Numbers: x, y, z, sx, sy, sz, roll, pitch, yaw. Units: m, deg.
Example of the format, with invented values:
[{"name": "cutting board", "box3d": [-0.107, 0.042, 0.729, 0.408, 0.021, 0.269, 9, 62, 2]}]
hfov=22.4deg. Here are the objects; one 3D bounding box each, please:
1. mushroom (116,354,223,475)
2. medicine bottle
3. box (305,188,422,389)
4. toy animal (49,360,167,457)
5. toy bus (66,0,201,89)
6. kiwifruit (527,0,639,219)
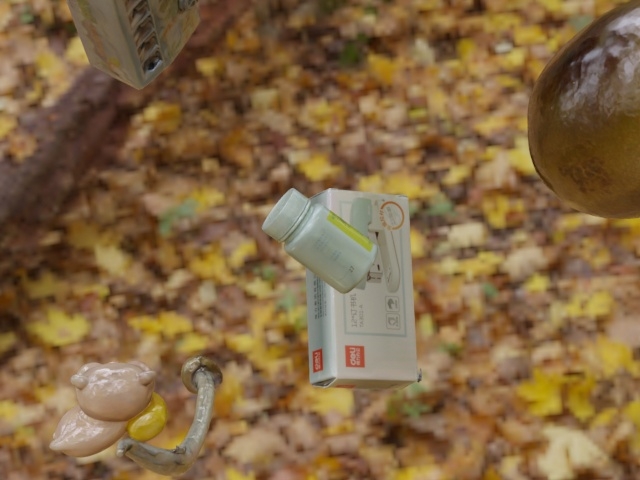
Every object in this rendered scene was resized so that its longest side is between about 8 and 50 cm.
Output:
[{"name": "mushroom", "box3d": [-0.130, 0.168, 1.450, 0.043, 0.068, 0.306, -48, 3, 14]}, {"name": "medicine bottle", "box3d": [0.000, 0.000, 1.234, 0.047, 0.083, 0.047, -50, 11, 13]}, {"name": "box", "box3d": [0.056, 0.069, 2.187, 0.135, 0.269, 0.079, 5, -14, -27]}, {"name": "toy animal", "box3d": [-0.202, 0.143, 1.491, 0.114, 0.082, 0.091, -18, 34, 1]}, {"name": "toy bus", "box3d": [-0.206, -0.286, 1.701, 0.109, 0.136, 0.329, 30, -16, 11]}, {"name": "kiwifruit", "box3d": [0.291, -0.116, 1.466, 0.196, 0.196, 0.234, -26, -4, -44]}]
